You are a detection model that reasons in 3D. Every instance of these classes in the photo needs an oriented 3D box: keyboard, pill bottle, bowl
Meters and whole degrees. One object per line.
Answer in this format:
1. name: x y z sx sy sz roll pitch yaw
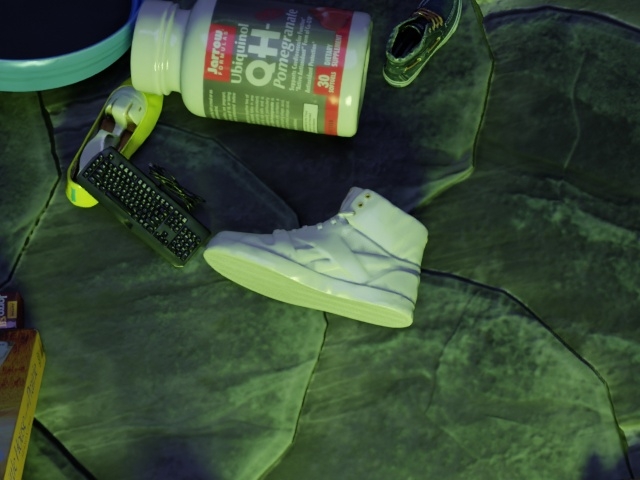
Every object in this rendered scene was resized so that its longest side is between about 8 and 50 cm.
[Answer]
1. keyboard: -0.233 -0.058 1.777 0.192 0.038 0.100 41 75 -11
2. pill bottle: -0.094 -0.251 1.808 0.318 0.176 0.176 8 70 3
3. bowl: -0.435 -0.366 1.853 0.391 0.077 0.391 5 51 -6

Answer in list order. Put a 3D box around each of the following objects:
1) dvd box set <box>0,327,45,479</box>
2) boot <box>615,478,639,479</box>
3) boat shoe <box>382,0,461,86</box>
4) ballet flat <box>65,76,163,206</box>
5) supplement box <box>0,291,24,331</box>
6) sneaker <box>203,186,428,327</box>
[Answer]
1. dvd box set: -0.508 0.255 1.554 0.307 0.062 0.420 -6 29 0
2. boot: 0.379 0.349 1.653 0.118 0.042 0.087 -5 76 1
3. boat shoe: 0.152 -0.310 1.876 0.065 0.083 0.183 29 73 11
4. ballet flat: -0.291 -0.152 1.829 0.077 0.077 0.231 24 72 11
5. supplement box: -0.447 0.103 1.755 0.083 0.043 0.055 -5 68 -1
6. sneaker: 0.000 0.000 1.759 0.292 0.108 0.169 16 69 -3
